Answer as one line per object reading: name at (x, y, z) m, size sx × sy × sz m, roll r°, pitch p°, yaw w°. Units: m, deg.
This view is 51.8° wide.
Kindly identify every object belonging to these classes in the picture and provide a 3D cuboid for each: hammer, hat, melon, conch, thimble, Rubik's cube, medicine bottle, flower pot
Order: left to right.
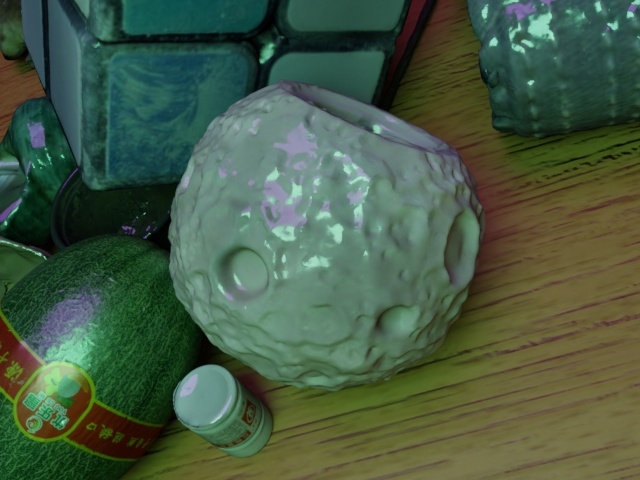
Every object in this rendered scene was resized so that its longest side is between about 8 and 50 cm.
hat at (-0.339, 0.063, 0.728) m, size 0.175 × 0.085 × 0.147 m, roll -18°, pitch 87°, yaw 45°
conch at (-0.327, -0.074, 0.780) m, size 0.202 × 0.134 × 0.196 m, roll -30°, pitch 54°, yaw 17°
melon at (-0.220, 0.126, 0.579) m, size 0.182 × 0.182 × 0.287 m, roll 32°, pitch 87°, yaw 35°
flower pot at (-0.199, -0.023, 0.722) m, size 0.158 × 0.107 × 0.157 m, roll -9°, pitch 58°, yaw 14°
Rubik's cube at (-0.118, -0.267, 0.660) m, size 0.319 × 0.313 × 0.316 m, roll -10°, pitch 45°, yaw -29°
medicine bottle at (-0.082, 0.149, 0.570) m, size 0.057 × 0.089 × 0.057 m, roll -10°, pitch 55°, yaw 14°
hammer at (0.110, -0.231, 0.797) m, size 0.058 × 0.029 × 0.292 m, roll 10°, pitch 63°, yaw 29°
thimble at (0.228, -0.209, 0.619) m, size 0.172 × 0.205 × 0.236 m, roll -7°, pitch 47°, yaw 17°

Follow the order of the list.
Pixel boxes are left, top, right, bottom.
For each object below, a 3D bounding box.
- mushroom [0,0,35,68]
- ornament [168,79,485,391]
mushroom at (-0.364, -0.366, 1.005) m, size 0.345 × 0.130 × 0.247 m, roll 10°, pitch 57°, yaw 27°
ornament at (0.000, 0.000, 0.544) m, size 0.259 × 0.260 × 0.225 m, roll 35°, pitch 112°, yaw 35°
